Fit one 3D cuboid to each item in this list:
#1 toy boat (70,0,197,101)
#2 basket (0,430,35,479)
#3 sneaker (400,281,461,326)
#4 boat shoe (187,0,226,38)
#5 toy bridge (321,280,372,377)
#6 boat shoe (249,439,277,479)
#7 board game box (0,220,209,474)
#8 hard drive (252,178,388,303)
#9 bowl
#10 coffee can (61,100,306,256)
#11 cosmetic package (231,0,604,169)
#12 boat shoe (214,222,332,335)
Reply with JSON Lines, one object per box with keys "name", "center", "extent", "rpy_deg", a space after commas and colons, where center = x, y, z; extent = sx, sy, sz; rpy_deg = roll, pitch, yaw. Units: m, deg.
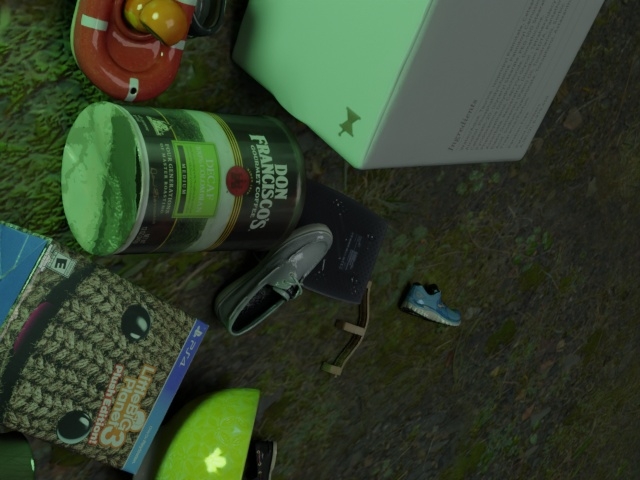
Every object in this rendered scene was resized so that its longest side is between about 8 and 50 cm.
{"name": "toy boat", "center": [-0.218, -0.284, 1.211], "extent": [0.150, 0.151, 0.231], "rpy_deg": [5, 112, -36]}
{"name": "basket", "center": [-0.493, 0.319, 1.163], "extent": [0.226, 0.154, 0.204], "rpy_deg": [7, 138, -37]}
{"name": "sneaker", "center": [0.227, 0.124, 1.876], "extent": [0.162, 0.063, 0.073], "rpy_deg": [23, 81, -45]}
{"name": "boat shoe", "center": [-0.175, -0.433, 1.319], "extent": [0.114, 0.091, 0.303], "rpy_deg": [-19, 113, -40]}
{"name": "toy bridge", "center": [0.056, 0.160, 1.743], "extent": [0.063, 0.026, 0.188], "rpy_deg": [22, 85, -46]}
{"name": "boat shoe", "center": [-0.103, 0.402, 1.644], "extent": [0.042, 0.049, 0.133], "rpy_deg": [3, 110, -11]}
{"name": "board game box", "center": [-0.335, 0.147, 1.278], "extent": [0.291, 0.141, 0.232], "rpy_deg": [35, 75, -43]}
{"name": "hard drive", "center": [0.000, 0.000, 1.628], "extent": [0.254, 0.054, 0.172], "rpy_deg": [24, 83, -44]}
{"name": "bowl", "center": [-0.196, 0.349, 1.434], "extent": [0.155, 0.289, 0.290], "rpy_deg": [12, 93, -3]}
{"name": "coffee can", "center": [-0.186, -0.081, 1.323], "extent": [0.275, 0.201, 0.202], "rpy_deg": [-2, 102, -43]}
{"name": "cosmetic package", "center": [0.148, -0.328, 1.427], "extent": [0.393, 0.329, 0.328], "rpy_deg": [-8, 131, -44]}
{"name": "boat shoe", "center": [-0.064, 0.068, 1.501], "extent": [0.227, 0.081, 0.079], "rpy_deg": [-39, 134, 6]}
